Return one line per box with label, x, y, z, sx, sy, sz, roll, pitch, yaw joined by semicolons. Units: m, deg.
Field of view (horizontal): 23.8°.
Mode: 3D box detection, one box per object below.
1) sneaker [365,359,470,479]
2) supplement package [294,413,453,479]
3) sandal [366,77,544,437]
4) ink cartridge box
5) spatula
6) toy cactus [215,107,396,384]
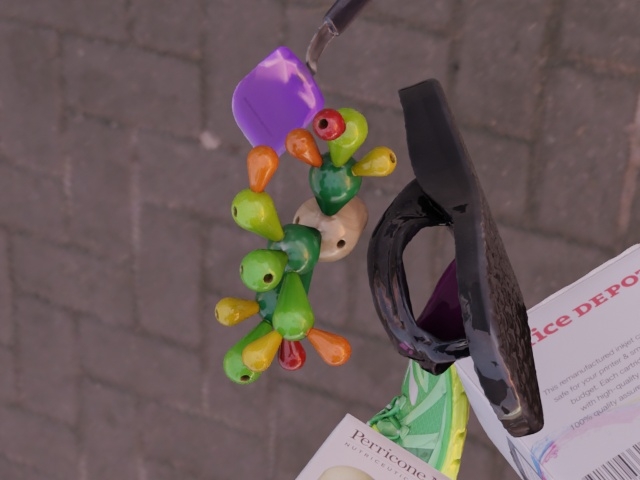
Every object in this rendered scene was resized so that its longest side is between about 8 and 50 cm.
sneaker;0.072;0.214;1.491;0.124;0.109;0.295;15;91;0
supplement package;0.010;0.284;0.902;0.199;0.262;0.198;32;125;9
sandal;0.097;0.020;1.237;0.107;0.445;0.167;-21;118;8
ink cartridge box;0.290;0.168;1.294;0.306;0.226;0.131;53;170;51
spatula;0.004;-0.203;1.530;0.030;0.296;0.084;-10;126;44
toy cactus;0.000;0.000;1.074;0.112;0.180;0.219;18;109;16
